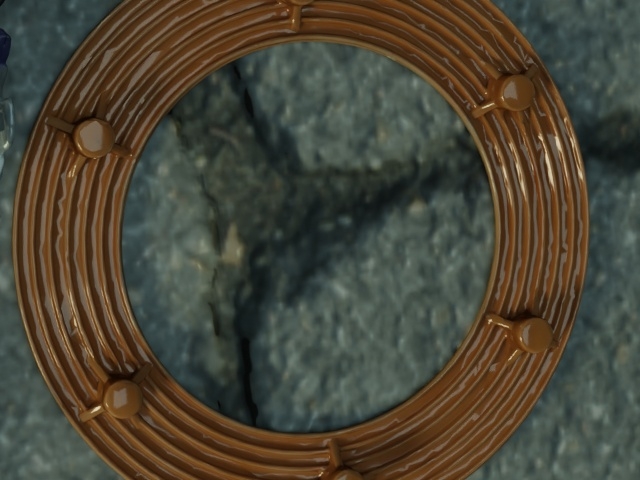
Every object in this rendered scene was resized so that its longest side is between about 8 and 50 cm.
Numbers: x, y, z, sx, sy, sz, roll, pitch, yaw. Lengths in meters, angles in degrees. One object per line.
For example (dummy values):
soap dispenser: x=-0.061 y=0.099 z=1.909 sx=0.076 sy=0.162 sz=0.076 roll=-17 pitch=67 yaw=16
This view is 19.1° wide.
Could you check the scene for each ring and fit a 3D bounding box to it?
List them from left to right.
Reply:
ring: x=0.000 y=0.000 z=1.042 sx=0.336 sy=0.032 sz=0.336 roll=-2 pitch=96 yaw=-17

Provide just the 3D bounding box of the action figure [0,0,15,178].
action figure: x=-0.162 y=-0.160 z=0.919 sx=0.185 sy=0.099 sz=0.285 roll=9 pitch=108 yaw=-60
